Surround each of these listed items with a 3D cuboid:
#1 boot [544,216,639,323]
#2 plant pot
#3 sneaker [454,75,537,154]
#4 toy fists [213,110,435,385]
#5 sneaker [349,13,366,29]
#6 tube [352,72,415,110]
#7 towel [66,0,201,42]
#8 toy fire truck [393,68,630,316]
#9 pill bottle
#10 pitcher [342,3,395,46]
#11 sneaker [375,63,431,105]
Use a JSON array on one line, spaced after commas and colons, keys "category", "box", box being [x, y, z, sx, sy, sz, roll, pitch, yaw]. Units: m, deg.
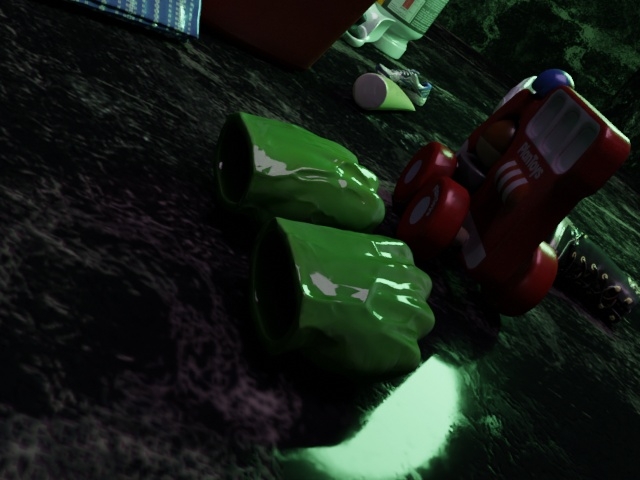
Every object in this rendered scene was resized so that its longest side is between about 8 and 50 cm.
[{"category": "boot", "box": [0.407, 0.051, 1.040, 0.178, 0.085, 0.236, 46, 25, 11]}, {"category": "plant pot", "box": [-0.060, -0.428, 1.054, 0.236, 0.267, 0.267, 35, 22, -35]}, {"category": "sneaker", "box": [0.362, -0.155, 1.181, 0.137, 0.210, 0.366, 48, 26, 20]}, {"category": "toy fists", "box": [0.000, 0.000, 0.575, 0.142, 0.096, 0.279, 10, 37, -29]}, {"category": "sneaker", "box": [0.014, -0.480, 1.393, 0.262, 0.104, 0.125, -25, 90, -46]}, {"category": "tube", "box": [0.119, -0.267, 1.239, 0.240, 0.062, 0.070, -32, 115, -69]}, {"category": "towel", "box": [-0.262, -0.375, 0.745, 0.040, 0.243, 0.336, 5, 1, 38]}, {"category": "toy fire truck", "box": [0.229, -0.077, 0.817, 0.169, 0.254, 0.302, 33, 25, -13]}, {"category": "pill bottle", "box": [0.226, -0.604, 1.683, 0.162, 0.278, 0.162, 31, 25, -16]}, {"category": "pitcher", "box": [0.055, -0.543, 1.562, 0.207, 0.125, 0.178, 49, 40, -4]}, {"category": "sneaker", "box": [0.178, -0.344, 1.439, 0.135, 0.058, 0.052, 27, 27, -22]}]
